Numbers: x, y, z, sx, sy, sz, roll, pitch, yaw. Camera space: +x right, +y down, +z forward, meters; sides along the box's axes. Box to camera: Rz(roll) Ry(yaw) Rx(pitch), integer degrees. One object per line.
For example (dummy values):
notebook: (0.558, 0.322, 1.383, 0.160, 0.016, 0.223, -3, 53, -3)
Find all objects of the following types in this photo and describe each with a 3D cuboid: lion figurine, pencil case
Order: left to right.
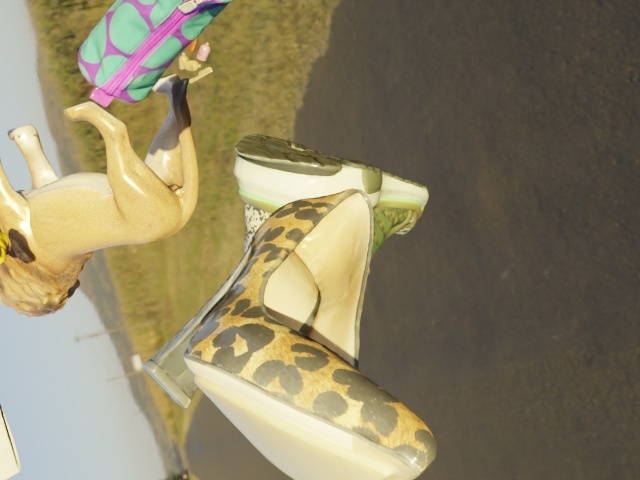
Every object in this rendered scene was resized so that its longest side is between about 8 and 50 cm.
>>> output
lion figurine: (-0.275, -0.039, 0.979, 0.142, 0.392, 0.240, -40, -66, -57)
pencil case: (-0.118, -0.163, 0.597, 0.152, 0.065, 0.070, -34, 40, 40)

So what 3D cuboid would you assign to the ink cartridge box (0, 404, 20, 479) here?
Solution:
ink cartridge box: (-0.423, 0.202, 0.796, 0.220, 0.160, 0.092, 6, 115, 44)

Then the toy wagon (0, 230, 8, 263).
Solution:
toy wagon: (-0.458, -0.069, 0.780, 0.344, 0.068, 0.267, 45, -172, -33)

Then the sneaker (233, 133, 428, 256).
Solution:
sneaker: (0.000, 0.000, 0.865, 0.410, 0.158, 0.182, 2, -75, -71)

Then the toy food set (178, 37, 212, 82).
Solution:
toy food set: (-0.240, -0.357, 1.498, 0.019, 0.078, 0.122, -32, -81, -60)

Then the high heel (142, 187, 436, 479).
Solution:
high heel: (0.015, 0.030, 0.439, 0.093, 0.186, 0.261, 53, 158, -22)
